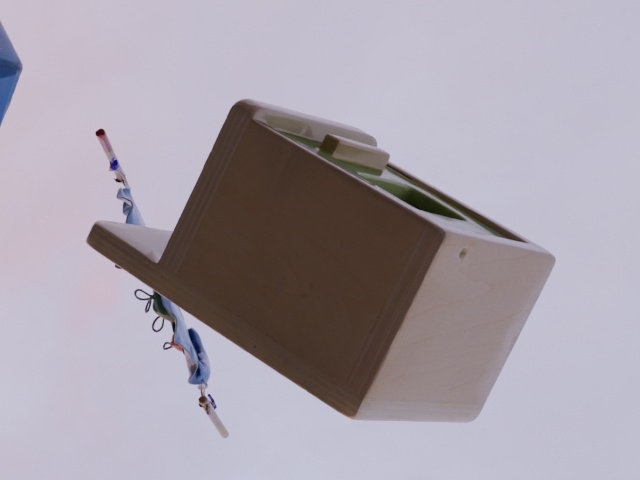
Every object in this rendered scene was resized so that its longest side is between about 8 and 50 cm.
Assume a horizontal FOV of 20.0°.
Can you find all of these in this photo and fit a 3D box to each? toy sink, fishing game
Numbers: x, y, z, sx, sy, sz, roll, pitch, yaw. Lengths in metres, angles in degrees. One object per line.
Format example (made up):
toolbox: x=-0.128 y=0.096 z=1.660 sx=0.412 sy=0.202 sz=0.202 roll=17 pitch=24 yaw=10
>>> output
toy sink: x=0.000 y=0.000 z=1.123 sx=0.234 sy=0.153 sz=0.131 roll=31 pitch=-79 yaw=31
fishing game: x=-0.141 y=0.043 z=1.533 sx=0.041 sy=0.189 sz=0.264 roll=-22 pitch=-104 yaw=-3

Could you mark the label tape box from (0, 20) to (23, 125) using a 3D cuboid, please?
label tape box: x=-0.389 y=-0.189 z=1.329 sx=0.348 sy=0.249 sz=0.115 roll=55 pitch=-52 yaw=48
